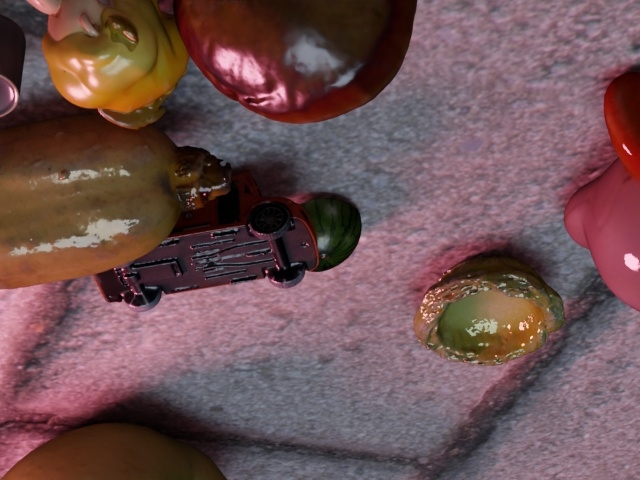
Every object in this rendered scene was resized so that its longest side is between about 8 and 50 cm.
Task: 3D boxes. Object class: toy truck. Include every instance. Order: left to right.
[{"bbox_3d":[-0.132,-0.006,1.708,0.253,0.114,0.107,-10,142,5],"label":"toy truck"}]

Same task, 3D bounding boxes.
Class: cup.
[{"bbox_3d":[-0.331,-0.176,1.491,0.078,0.077,0.100,-10,141,3],"label":"cup"}]

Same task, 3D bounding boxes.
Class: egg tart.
[{"bbox_3d":[0.204,0.082,1.905,0.197,0.078,0.197,-3,141,-3],"label":"egg tart"}]

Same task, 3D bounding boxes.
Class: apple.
[{"bbox_3d":[-0.292,0.412,2.069,0.360,0.320,0.312,-27,177,30],"label":"apple"}]

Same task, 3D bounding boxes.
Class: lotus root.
[{"bbox_3d":[-0.259,-0.047,1.600,0.343,0.151,0.169,-12,101,2],"label":"lotus root"}]

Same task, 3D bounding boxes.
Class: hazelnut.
[{"bbox_3d":[-0.021,-0.212,1.421,0.229,0.229,0.229,-5,141,-4],"label":"hazelnut"}]

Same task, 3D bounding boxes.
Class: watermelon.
[{"bbox_3d":[0.000,0.000,1.779,0.105,0.062,0.105,-9,143,-7],"label":"watermelon"}]

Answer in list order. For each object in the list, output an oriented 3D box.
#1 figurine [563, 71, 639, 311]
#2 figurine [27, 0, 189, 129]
[{"bbox_3d":[0.413,-0.023,1.704,0.270,0.211,0.261,7,139,-17],"label":"figurine"},{"bbox_3d":[-0.228,-0.206,1.430,0.246,0.156,0.131,37,90,-24],"label":"figurine"}]
